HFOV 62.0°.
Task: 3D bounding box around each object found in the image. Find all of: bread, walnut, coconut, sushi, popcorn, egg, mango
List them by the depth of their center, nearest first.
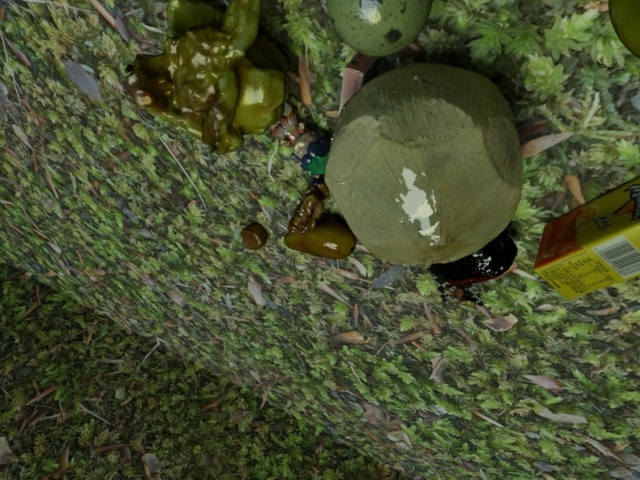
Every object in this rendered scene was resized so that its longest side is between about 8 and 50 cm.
[{"bbox_3d":[0.094,-0.421,0.873,0.177,0.177,0.228,8,123,29],"label":"egg"},{"bbox_3d":[0.181,-0.126,0.962,0.346,0.360,0.346,6,135,6],"label":"coconut"},{"bbox_3d":[-0.207,-0.362,1.110,0.321,0.290,0.326,-38,77,14],"label":"popcorn"},{"bbox_3d":[0.337,0.025,1.244,0.126,0.136,0.225,45,149,-13],"label":"sushi"},{"bbox_3d":[-0.029,-0.081,1.379,0.069,0.143,0.170,26,145,-9],"label":"walnut"},{"bbox_3d":[0.368,0.144,1.446,0.120,0.026,0.126,-1,132,38],"label":"sushi"},{"bbox_3d":[0.000,0.000,1.471,0.227,0.099,0.136,0,167,38],"label":"mango"},{"bbox_3d":[-0.203,-0.014,1.655,0.085,0.053,0.085,20,131,24],"label":"bread"}]

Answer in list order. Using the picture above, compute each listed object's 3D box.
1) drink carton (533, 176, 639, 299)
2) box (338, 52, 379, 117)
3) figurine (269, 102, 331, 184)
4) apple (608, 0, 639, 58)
[{"bbox_3d":[0.582,-0.024,0.990,0.111,0.154,0.351,38,144,-9],"label":"drink carton"},{"bbox_3d":[0.078,-0.312,1.079,0.043,0.089,0.125,23,142,14],"label":"box"},{"bbox_3d":[-0.032,-0.230,1.241,0.195,0.111,0.102,49,-177,3],"label":"figurine"},{"bbox_3d":[0.481,-0.316,0.691,0.196,0.196,0.157,-12,91,43],"label":"apple"}]
